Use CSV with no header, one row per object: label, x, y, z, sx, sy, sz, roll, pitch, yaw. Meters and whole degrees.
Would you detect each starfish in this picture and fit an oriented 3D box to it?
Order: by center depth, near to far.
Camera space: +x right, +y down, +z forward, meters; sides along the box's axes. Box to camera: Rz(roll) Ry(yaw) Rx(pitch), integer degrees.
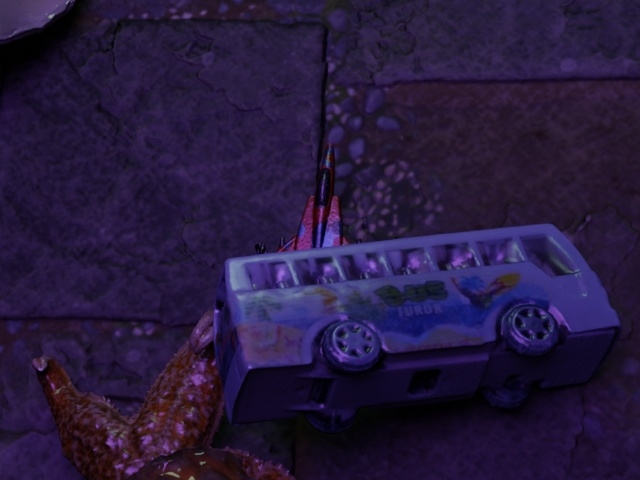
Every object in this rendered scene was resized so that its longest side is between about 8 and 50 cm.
starfish,-0.166,0.209,1.642,0.303,0.113,0.312,-29,66,-6

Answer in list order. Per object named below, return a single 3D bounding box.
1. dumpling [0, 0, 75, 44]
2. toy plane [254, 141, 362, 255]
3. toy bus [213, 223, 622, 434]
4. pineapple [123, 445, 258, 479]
dumpling,-0.344,-0.325,1.904,0.260,0.341,0.181,27,111,-15
toy plane,0.001,0.002,1.743,0.130,0.061,0.189,2,60,11
toy bus,0.076,0.070,1.623,0.330,0.109,0.136,-6,56,-17
pineapple,-0.047,0.331,1.480,0.175,0.175,0.361,-32,81,-7
